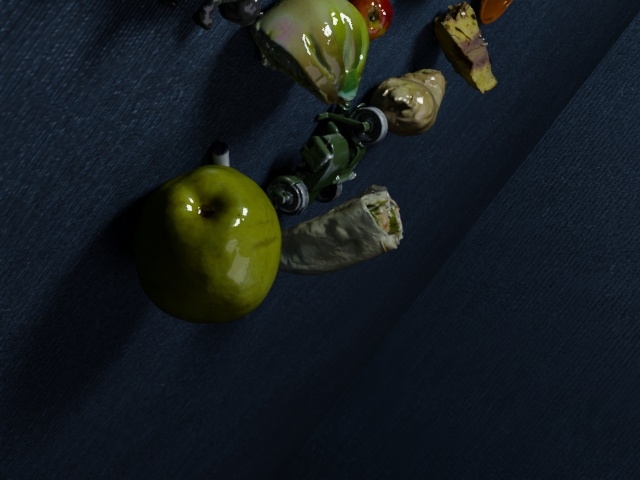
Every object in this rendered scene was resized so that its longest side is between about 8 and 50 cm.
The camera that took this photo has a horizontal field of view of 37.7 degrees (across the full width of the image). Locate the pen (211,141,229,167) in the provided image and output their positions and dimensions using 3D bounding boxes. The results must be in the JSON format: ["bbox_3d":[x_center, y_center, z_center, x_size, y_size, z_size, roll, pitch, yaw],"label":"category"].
[{"bbox_3d":[-0.178,-0.088,1.699,0.033,0.033,0.269,-42,159,-25],"label":"pen"}]

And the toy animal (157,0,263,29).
[{"bbox_3d":[-0.131,-0.356,1.199,0.168,0.106,0.343,-60,167,5],"label":"toy animal"}]

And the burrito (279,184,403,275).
[{"bbox_3d":[0.002,0.001,1.918,0.332,0.135,0.190,-20,-173,28],"label":"burrito"}]

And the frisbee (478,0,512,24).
[{"bbox_3d":[0.414,-0.584,2.143,0.192,0.035,0.192,-45,161,-20],"label":"frisbee"}]

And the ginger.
[{"bbox_3d":[0.186,-0.293,2.012,0.267,0.138,0.152,-43,149,-62],"label":"ginger"}]

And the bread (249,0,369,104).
[{"bbox_3d":[0.002,-0.318,1.501,0.261,0.158,0.156,-29,148,-54],"label":"bread"}]

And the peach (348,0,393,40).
[{"bbox_3d":[0.076,-0.392,1.633,0.101,0.101,0.100,-44,160,-20],"label":"peach"}]

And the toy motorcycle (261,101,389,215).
[{"bbox_3d":[-0.001,-0.160,1.854,0.205,0.127,0.275,-21,152,-55],"label":"toy motorcycle"}]

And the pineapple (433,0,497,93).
[{"bbox_3d":[0.302,-0.431,2.033,0.079,0.135,0.233,-30,133,2],"label":"pineapple"}]

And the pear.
[{"bbox_3d":[-0.186,0.013,1.553,0.253,0.253,0.307,-44,172,-22],"label":"pear"}]
